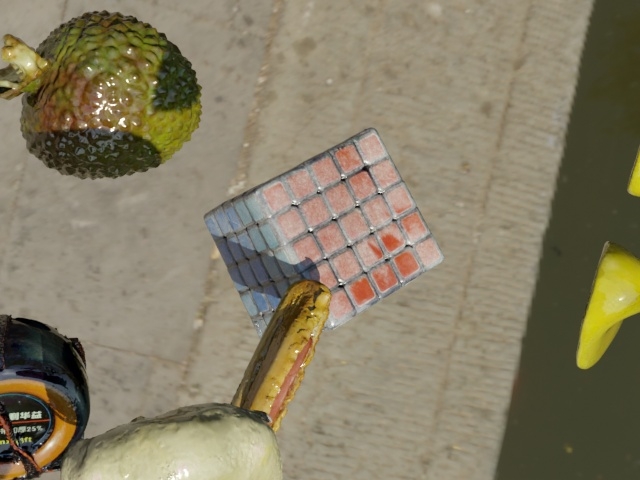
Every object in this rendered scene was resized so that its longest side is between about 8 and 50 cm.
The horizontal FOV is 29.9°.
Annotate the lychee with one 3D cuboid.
[{"bbox_3d":[-0.337,-0.218,1.822,0.320,0.270,0.270,17,82,-10],"label":"lychee"}]

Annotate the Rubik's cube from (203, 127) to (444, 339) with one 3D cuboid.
[{"bbox_3d":[0.000,0.000,1.813,0.238,0.237,0.237,-27,91,-28],"label":"Rubik's cube"}]

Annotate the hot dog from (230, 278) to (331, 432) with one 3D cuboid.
[{"bbox_3d":[-0.061,0.183,1.583,0.068,0.083,0.289,43,63,-38],"label":"hot dog"}]

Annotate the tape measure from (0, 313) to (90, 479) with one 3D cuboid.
[{"bbox_3d":[-0.378,0.193,1.436,0.202,0.135,0.223,-4,128,-18],"label":"tape measure"}]

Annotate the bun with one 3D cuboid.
[{"bbox_3d":[-0.151,0.253,1.229,0.239,0.239,0.141,-7,68,-22],"label":"bun"}]

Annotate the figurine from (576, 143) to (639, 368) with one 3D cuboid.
[{"bbox_3d":[0.359,0.007,0.698,0.283,0.338,0.204,-32,136,-53],"label":"figurine"}]
